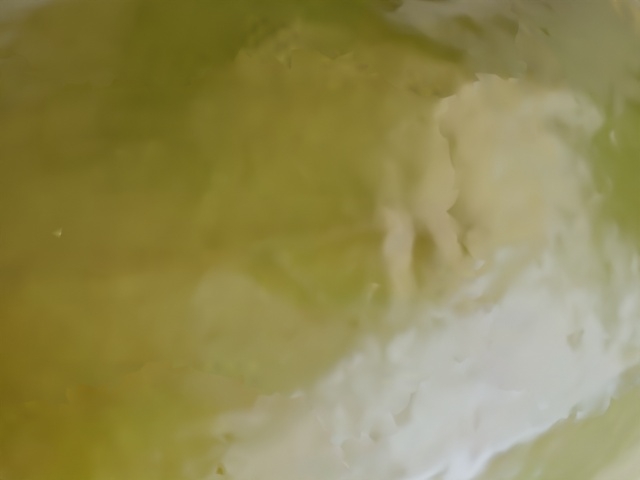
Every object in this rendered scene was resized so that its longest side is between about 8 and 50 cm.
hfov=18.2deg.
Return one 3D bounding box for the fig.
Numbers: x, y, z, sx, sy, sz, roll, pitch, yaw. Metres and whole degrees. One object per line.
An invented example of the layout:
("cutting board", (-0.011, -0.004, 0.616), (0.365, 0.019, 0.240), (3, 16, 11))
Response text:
("fig", (-0.007, -0.007, 0.476), (0.230, 0.207, 0.207), (-33, -103, -7))
